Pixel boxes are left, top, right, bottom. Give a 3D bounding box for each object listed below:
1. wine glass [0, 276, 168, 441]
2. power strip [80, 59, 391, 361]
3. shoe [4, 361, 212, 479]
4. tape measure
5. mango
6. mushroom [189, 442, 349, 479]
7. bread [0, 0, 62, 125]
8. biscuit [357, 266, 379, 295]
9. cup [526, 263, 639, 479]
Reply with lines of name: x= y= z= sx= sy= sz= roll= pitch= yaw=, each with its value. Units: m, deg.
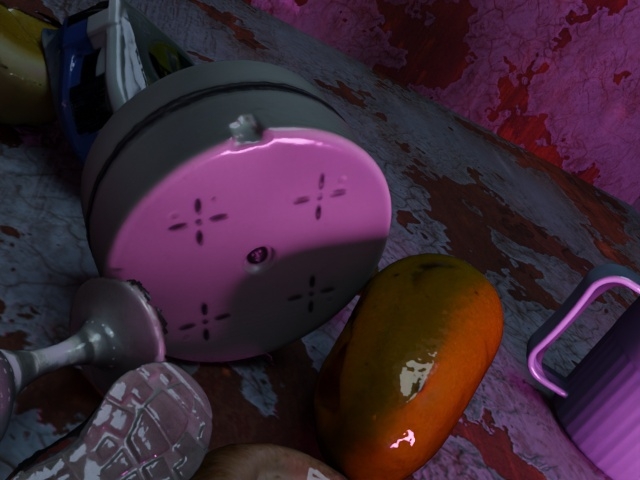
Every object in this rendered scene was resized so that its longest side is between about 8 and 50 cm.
wine glass: x=-0.280 y=0.123 z=0.582 sx=0.143 sy=0.143 sz=0.321 roll=42 pitch=27 yaw=18
power strip: x=-0.099 y=-0.018 z=0.828 sx=0.357 sy=0.357 sz=0.161 roll=11 pitch=32 yaw=-38
shoe: x=-0.187 y=0.199 z=0.577 sx=0.099 sy=0.125 sz=0.227 roll=48 pitch=46 yaw=3
tape measure: x=-0.254 y=-0.187 z=1.030 sx=0.259 sy=0.138 sz=0.262 roll=32 pitch=38 yaw=-56
mango: x=0.103 y=0.152 z=0.826 sx=0.182 sy=0.253 sz=0.365 roll=30 pitch=22 yaw=3
mushroom: x=-0.010 y=0.286 z=0.600 sx=0.278 sy=0.146 sz=0.278 roll=32 pitch=15 yaw=-10
bread: x=-0.447 y=-0.234 z=1.017 sx=0.261 sy=0.158 sz=0.156 roll=14 pitch=47 yaw=-60
biscuit: x=0.000 y=0.000 z=1.073 sx=0.226 sy=0.226 sz=0.042 roll=39 pitch=70 yaw=13
cup: x=0.543 y=0.223 z=1.143 sx=0.331 sy=0.311 sz=0.256 roll=20 pitch=28 yaw=-24
